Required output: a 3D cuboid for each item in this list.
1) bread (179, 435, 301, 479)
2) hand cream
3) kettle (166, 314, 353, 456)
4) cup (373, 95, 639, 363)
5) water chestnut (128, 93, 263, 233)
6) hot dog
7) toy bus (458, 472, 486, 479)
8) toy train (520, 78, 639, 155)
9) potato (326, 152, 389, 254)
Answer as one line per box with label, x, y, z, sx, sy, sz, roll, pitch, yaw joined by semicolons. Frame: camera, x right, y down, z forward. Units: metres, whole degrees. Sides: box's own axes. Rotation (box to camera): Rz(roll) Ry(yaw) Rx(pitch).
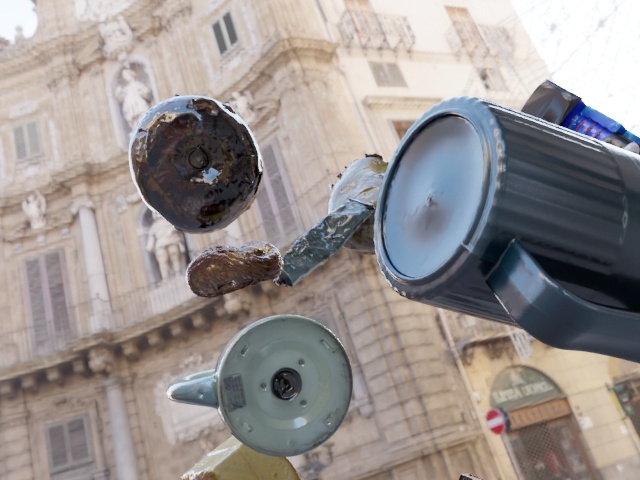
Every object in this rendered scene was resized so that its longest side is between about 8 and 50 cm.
bread;-0.186;0.654;1.722;0.207;0.279;0.279;-34;-5;-34
hand cream;0.000;0.000;1.297;0.248;0.075;0.052;-44;-27;-19
kettle;-0.138;0.280;1.323;0.320;0.247;0.342;0;-9;-17
cup;0.237;0.010;0.752;0.292;0.307;0.242;15;-32;-25
water chestnut;-0.266;-0.162;1.433;0.300;0.300;0.300;-15;-24;-7
hot dog;-0.120;0.038;0.931;0.147;0.065;0.099;-17;-5;40
toy bus;0.220;0.311;0.803;0.110;0.031;0.043;14;-5;30
toy train;0.439;-0.174;1.108;0.131;0.204;0.082;21;-71;-49
potato;0.124;-0.065;1.836;0.237;0.301;0.288;-47;-5;-47
